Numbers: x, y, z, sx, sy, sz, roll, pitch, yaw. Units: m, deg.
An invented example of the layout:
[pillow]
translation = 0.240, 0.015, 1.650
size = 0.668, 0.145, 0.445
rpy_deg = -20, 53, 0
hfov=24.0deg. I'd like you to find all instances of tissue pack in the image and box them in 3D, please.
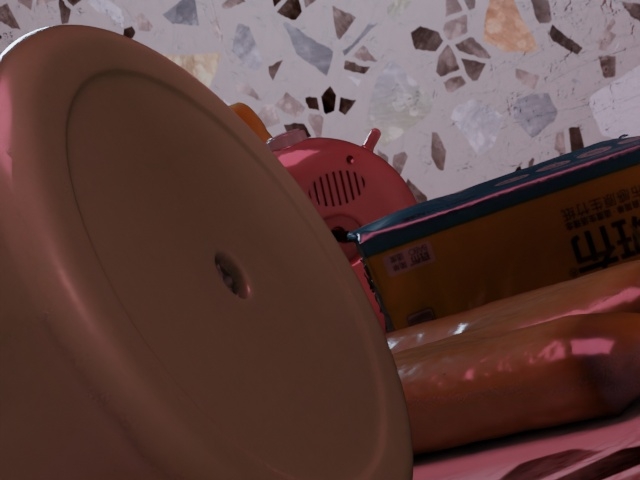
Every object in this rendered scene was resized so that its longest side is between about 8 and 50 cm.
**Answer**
[tissue pack]
translation = 0.170, 0.011, 1.245
size = 0.271, 0.134, 0.192
rpy_deg = -19, 3, 0

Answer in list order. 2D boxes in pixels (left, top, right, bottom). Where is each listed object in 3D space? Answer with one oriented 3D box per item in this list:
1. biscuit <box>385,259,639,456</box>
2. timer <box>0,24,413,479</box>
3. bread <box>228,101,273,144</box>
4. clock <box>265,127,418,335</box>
[biscuit]
translation = 0.110, 0.082, 0.995
size = 0.291, 0.062, 0.237
rpy_deg = -19, 3, 32
[timer]
translation = -0.157, 0.097, 0.756
size = 0.315, 0.291, 0.291
rpy_deg = -35, -3, 21
[bread]
translation = -0.205, -0.012, 2.024
size = 0.361, 0.394, 0.250
rpy_deg = -25, -10, -40
[clock]
translation = 0.000, 0.000, 1.596
size = 0.227, 0.241, 0.142
rpy_deg = -18, 6, -4
